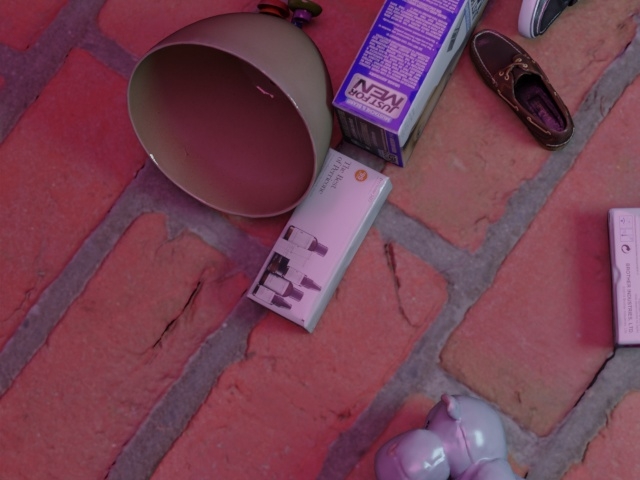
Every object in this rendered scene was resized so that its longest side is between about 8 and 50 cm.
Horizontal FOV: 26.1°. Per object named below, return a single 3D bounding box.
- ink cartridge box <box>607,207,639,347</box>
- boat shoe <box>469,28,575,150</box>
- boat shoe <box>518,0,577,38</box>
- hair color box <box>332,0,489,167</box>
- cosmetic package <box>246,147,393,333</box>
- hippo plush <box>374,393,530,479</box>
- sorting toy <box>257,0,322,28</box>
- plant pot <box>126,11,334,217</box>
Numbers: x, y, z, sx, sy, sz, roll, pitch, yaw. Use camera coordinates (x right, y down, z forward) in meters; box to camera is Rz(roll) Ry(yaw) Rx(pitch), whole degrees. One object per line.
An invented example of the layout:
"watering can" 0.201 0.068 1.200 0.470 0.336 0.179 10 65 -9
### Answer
"ink cartridge box" 0.543 0.047 1.830 0.311 0.065 0.185 -2 78 9
"boat shoe" 0.281 -0.218 1.914 0.073 0.073 0.207 -39 75 -1
"boat shoe" 0.357 -0.375 1.932 0.076 0.080 0.228 25 74 26
"hair color box" 0.142 -0.286 1.887 0.110 0.185 0.338 27 83 10
"cosmetic package" 0.000 0.000 1.908 0.099 0.060 0.239 27 83 11
"hippo plush" 0.195 0.308 1.730 0.294 0.234 0.236 -31 77 0
"sorting toy" -0.045 -0.319 1.982 0.102 0.061 0.042 8 79 32
"plant pot" -0.094 -0.199 1.881 0.284 0.284 0.191 24 48 11
